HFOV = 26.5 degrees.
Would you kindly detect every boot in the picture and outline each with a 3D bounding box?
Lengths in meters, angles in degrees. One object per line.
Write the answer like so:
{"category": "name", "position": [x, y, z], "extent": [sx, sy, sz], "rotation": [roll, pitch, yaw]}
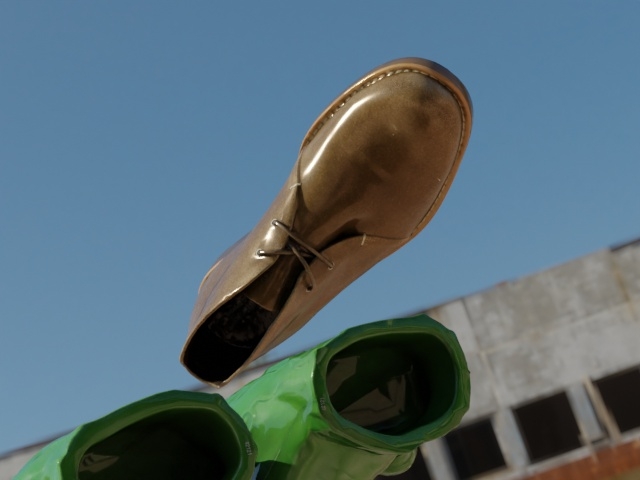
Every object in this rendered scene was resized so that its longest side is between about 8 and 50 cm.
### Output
{"category": "boot", "position": [0.000, 0.000, 0.976], "extent": [0.305, 0.112, 0.115], "rotation": [-49, 6, 32]}

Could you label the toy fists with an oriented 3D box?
{"category": "toy fists", "position": [-0.048, 0.125, 0.752], "extent": [0.279, 0.096, 0.142], "rotation": [-17, -9, -34]}
